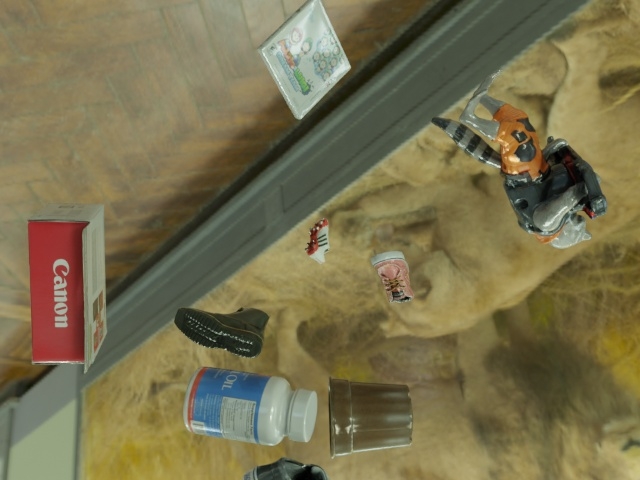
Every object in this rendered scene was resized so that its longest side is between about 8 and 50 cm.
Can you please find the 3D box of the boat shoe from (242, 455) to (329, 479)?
[{"bbox_3d":[-0.026,0.462,1.399,0.102,0.108,0.301,-32,140,9],"label":"boat shoe"}]

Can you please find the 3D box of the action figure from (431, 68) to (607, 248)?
[{"bbox_3d":[0.356,-0.128,1.319,0.178,0.330,0.341,-33,-172,15],"label":"action figure"}]

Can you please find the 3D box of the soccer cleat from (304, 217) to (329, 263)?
[{"bbox_3d":[0.000,0.000,1.116,0.029,0.083,0.035,-28,118,30],"label":"soccer cleat"}]

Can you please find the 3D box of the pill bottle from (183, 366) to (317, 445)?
[{"bbox_3d":[-0.123,0.301,1.366,0.222,0.124,0.124,6,152,12],"label":"pill bottle"}]

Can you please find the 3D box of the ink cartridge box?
[{"bbox_3d":[-0.535,0.093,1.598,0.130,0.309,0.272,1,-169,-8],"label":"ink cartridge box"}]

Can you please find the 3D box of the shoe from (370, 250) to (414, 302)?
[{"bbox_3d":[0.152,0.077,1.538,0.063,0.081,0.178,-16,162,13],"label":"shoe"}]

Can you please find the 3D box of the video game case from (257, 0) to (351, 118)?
[{"bbox_3d":[-0.024,-0.311,1.296,0.143,0.019,0.157,-48,135,-16],"label":"video game case"}]

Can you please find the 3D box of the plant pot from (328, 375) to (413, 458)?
[{"bbox_3d":[0.100,0.359,1.551,0.165,0.167,0.167,-2,150,-1],"label":"plant pot"}]

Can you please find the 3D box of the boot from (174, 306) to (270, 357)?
[{"bbox_3d":[-0.211,0.177,1.668,0.198,0.137,0.077,26,117,-4],"label":"boot"}]
